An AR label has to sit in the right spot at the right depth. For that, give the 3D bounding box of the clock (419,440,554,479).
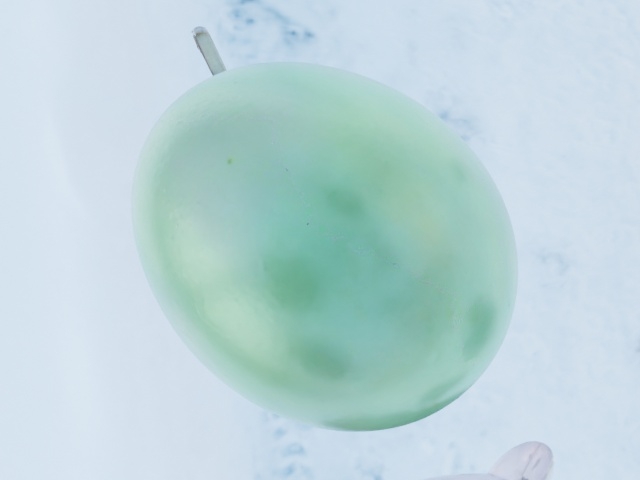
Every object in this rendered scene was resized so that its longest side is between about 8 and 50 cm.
[{"bbox_3d":[0.100,0.380,1.113,0.250,0.368,0.376,18,119,22],"label":"clock"}]

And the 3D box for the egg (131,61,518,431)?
[{"bbox_3d":[0.000,0.000,0.814,0.270,0.220,0.220,42,111,14],"label":"egg"}]

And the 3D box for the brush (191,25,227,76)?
[{"bbox_3d":[-0.030,-0.028,1.058,0.020,0.085,0.336,-26,95,-2],"label":"brush"}]
